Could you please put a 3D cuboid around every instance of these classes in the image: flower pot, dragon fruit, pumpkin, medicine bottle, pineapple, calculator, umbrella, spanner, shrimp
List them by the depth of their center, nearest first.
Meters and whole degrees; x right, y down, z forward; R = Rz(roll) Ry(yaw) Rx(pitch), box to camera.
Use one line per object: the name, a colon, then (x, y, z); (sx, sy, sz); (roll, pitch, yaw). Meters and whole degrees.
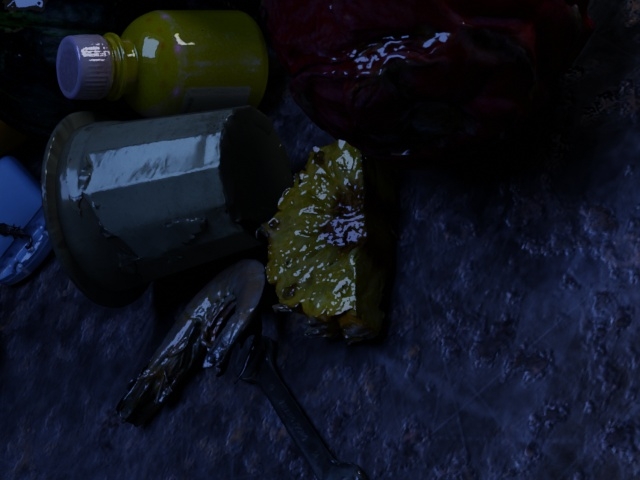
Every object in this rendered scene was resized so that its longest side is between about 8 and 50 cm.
dragon fruit: (0.095, -0.223, 1.520); (0.329, 0.329, 0.329); (-25, 47, 30)
spanner: (-0.023, 0.169, 1.567); (0.054, 0.015, 0.254); (-48, 39, 8)
pineapple: (0.001, 0.001, 1.620); (0.135, 0.079, 0.233); (-19, 50, 37)
shrimp: (-0.121, 0.114, 1.666); (0.219, 0.046, 0.152); (-50, 25, 6)
flower pot: (-0.149, -0.044, 1.720); (0.203, 0.212, 0.212); (-8, 56, 28)
medicine bottle: (-0.174, -0.188, 1.804); (0.122, 0.213, 0.121); (12, 104, 58)
pumpkin: (-0.313, -0.265, 1.959); (0.315, 0.239, 0.315); (-179, 90, -74)
umbrella: (-0.368, -0.013, 1.975); (0.122, 0.013, 0.022); (22, 99, 49)
calculator: (-0.380, -0.027, 2.039); (0.121, 0.039, 0.210); (-51, 39, 0)

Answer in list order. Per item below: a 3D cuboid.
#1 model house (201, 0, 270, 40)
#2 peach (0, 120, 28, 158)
model house: (-0.035, -0.364, 1.861); (0.317, 0.297, 0.282); (31, 117, 36)
peach: (-0.430, -0.160, 2.116); (0.138, 0.138, 0.138); (-25, 47, 30)
